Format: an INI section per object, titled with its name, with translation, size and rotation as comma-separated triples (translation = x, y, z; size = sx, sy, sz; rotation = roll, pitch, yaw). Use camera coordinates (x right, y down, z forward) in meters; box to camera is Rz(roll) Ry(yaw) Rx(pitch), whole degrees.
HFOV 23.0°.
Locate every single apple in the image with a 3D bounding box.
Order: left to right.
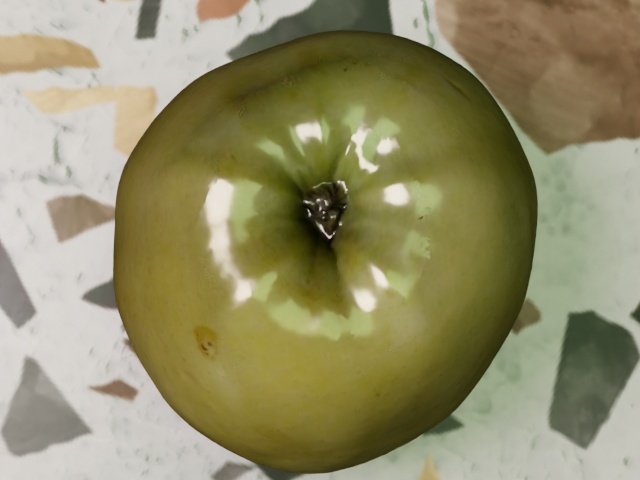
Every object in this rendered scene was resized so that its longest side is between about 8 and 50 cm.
[apple]
translation = 0.000, 0.000, 0.913
size = 0.262, 0.262, 0.262
rotation = 0, 86, -6
